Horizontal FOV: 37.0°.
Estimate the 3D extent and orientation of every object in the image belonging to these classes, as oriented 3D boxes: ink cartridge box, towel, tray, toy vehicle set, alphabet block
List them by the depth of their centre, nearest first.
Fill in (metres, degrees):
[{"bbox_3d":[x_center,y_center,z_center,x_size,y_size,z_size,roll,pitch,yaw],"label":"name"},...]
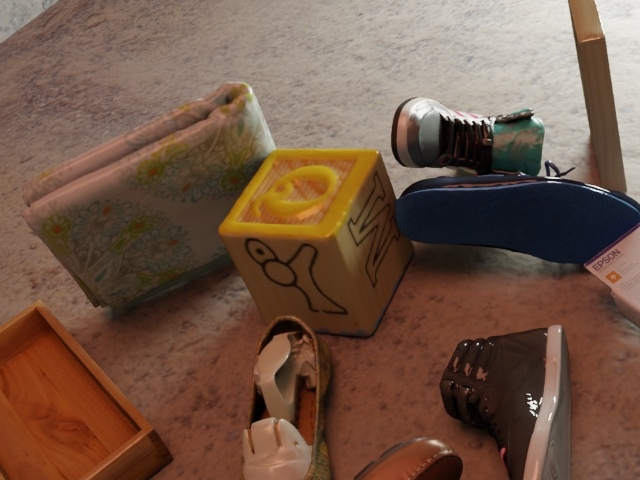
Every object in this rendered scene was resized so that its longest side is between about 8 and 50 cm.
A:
[{"bbox_3d":[0.487,0.045,1.194,0.223,0.045,0.224,-34,48,-13],"label":"ink cartridge box"},{"bbox_3d":[0.000,0.000,1.388,0.192,0.197,0.193,3,44,29],"label":"alphabet block"},{"bbox_3d":[0.401,-0.219,1.389,0.035,0.267,0.166,-10,38,15],"label":"toy vehicle set"},{"bbox_3d":[-0.402,0.254,1.393,0.203,0.076,0.411,-37,41,-18],"label":"tray"},{"bbox_3d":[-0.231,-0.049,1.463,0.374,0.320,0.090,-27,59,-4],"label":"towel"}]

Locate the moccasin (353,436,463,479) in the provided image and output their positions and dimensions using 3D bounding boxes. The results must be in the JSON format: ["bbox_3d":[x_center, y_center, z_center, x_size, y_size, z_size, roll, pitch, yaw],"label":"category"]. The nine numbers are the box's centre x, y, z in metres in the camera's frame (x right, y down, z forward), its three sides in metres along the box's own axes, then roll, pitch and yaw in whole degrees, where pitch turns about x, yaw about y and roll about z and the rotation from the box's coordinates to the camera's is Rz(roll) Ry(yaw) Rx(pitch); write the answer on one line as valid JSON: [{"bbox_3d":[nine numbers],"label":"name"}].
[{"bbox_3d":[0.041,0.370,0.979,0.147,0.139,0.380,18,54,39],"label":"moccasin"}]

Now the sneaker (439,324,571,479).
[{"bbox_3d":[0.209,0.217,1.111,0.147,0.104,0.296,-7,35,22],"label":"sneaker"}]

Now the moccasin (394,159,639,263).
[{"bbox_3d":[0.278,-0.055,1.340,0.342,0.137,0.117,10,25,14],"label":"moccasin"}]

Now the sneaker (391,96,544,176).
[{"bbox_3d":[0.237,-0.142,1.418,0.178,0.124,0.295,7,5,31],"label":"sneaker"}]

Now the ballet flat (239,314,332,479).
[{"bbox_3d":[-0.049,0.232,1.207,0.123,0.123,0.348,-11,40,15],"label":"ballet flat"}]
